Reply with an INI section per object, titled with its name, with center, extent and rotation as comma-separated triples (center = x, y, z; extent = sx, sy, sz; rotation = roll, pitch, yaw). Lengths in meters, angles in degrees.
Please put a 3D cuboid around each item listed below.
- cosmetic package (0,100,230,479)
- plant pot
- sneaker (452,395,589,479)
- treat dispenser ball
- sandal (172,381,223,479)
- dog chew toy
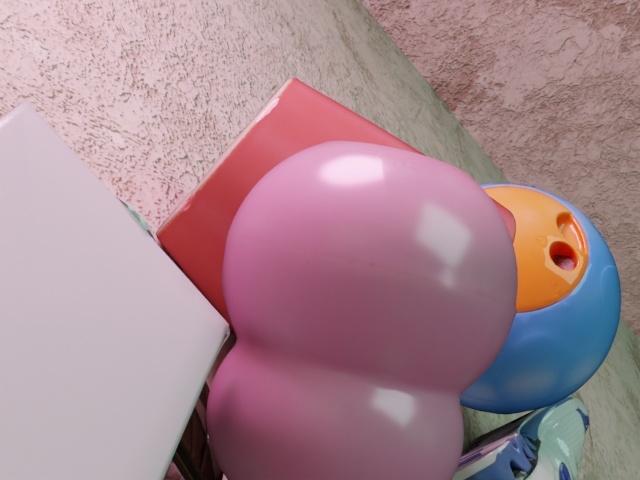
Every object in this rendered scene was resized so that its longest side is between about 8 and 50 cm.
[cosmetic package]
center = -0.190, 0.099, 0.432
extent = 0.197, 0.155, 0.365
rotation = 50, 21, -14
[plant pot]
center = 0.000, 0.000, 0.869
extent = 0.243, 0.275, 0.275
rotation = 41, 24, -9
[sneaker]
center = 0.266, 0.315, 1.145
extent = 0.315, 0.127, 0.182
rotation = -11, 71, -60
[treat dispenser ball]
center = 0.228, 0.072, 1.169
extent = 0.288, 0.288, 0.288
rotation = 44, 24, -25
[sandal]
center = -0.143, 0.092, 0.668
extent = 0.219, 0.060, 0.090
rotation = 53, 17, -14
[dog chew toy]
center = 0.014, 0.105, 0.644
extent = 0.206, 0.206, 0.332
rotation = 20, 83, -56
